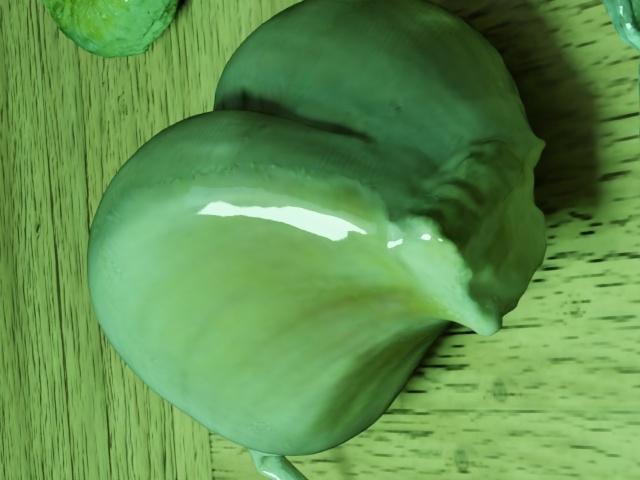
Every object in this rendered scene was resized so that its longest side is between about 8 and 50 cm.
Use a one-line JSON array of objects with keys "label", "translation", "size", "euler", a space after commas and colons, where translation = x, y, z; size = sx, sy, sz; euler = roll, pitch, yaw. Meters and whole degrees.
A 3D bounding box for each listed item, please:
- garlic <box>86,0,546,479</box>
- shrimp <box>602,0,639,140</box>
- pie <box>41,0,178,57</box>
[{"label": "garlic", "translation": [0.000, 0.000, 0.978], "size": [0.246, 0.231, 0.340], "euler": [24, 143, 5]}, {"label": "shrimp", "translation": [0.179, -0.111, 0.680], "size": [0.166, 0.221, 0.410], "euler": [-97, 3, -57]}, {"label": "pie", "translation": [-0.157, -0.280, 1.245], "size": [0.277, 0.078, 0.277], "euler": [-6, 83, 59]}]
